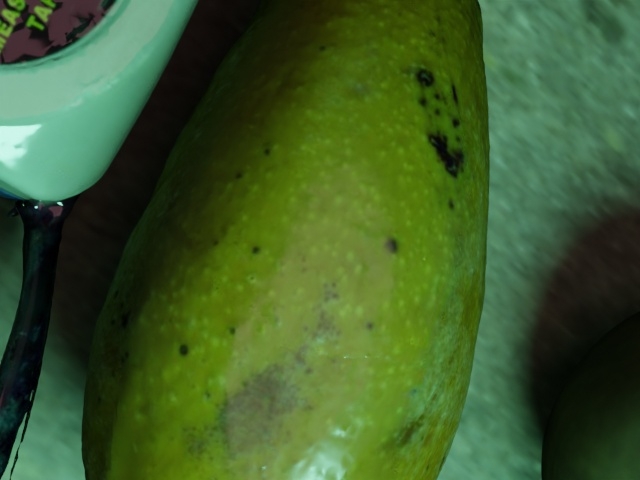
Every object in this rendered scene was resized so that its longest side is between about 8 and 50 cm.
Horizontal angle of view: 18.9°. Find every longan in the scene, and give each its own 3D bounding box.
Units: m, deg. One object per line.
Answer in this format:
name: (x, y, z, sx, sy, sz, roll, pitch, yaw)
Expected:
longan: (0.195, 0.110, 0.944, 0.187, 0.167, 0.167, -43, 106, -26)

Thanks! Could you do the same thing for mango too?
mango: (0.003, 0.002, 0.852, 0.175, 0.176, 0.330, 25, 84, -26)

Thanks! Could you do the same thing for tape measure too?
tape measure: (-0.167, -0.073, 0.825, 0.215, 0.098, 0.351, 28, 78, -22)
